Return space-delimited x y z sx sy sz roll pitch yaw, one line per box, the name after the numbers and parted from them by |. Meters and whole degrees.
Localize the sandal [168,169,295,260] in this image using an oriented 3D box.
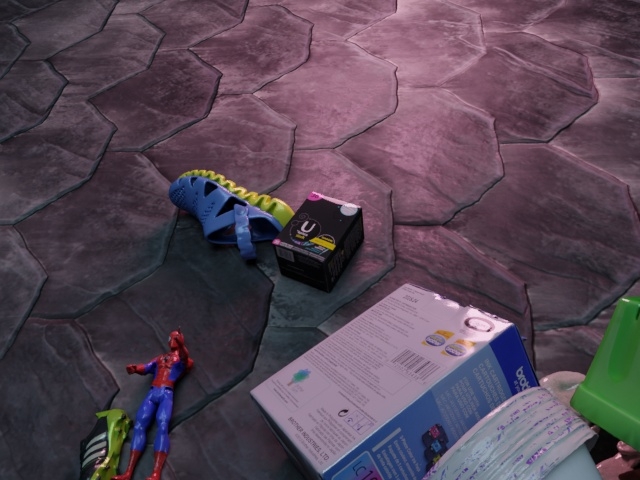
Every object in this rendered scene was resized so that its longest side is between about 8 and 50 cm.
-0.210 -0.053 1.266 0.318 0.126 0.138 20 59 26 | sandal

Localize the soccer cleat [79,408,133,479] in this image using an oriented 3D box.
-0.370 0.364 0.973 0.073 0.060 0.178 -9 41 15 | soccer cleat

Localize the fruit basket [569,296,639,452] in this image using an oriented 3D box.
0.544 0.264 0.736 0.392 0.391 0.283 -22 14 -10 | fruit basket

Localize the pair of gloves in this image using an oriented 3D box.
0.431 0.304 0.899 0.204 0.042 0.240 -8 48 3 | pair of gloves

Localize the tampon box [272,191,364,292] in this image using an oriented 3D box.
0.000 0.000 1.192 0.121 0.101 0.161 19 55 23 | tampon box

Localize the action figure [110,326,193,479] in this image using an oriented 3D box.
-0.285 0.258 0.999 0.092 0.139 0.280 0 47 8 | action figure

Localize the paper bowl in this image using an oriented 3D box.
0.241 0.335 0.740 0.284 0.284 0.148 -34 53 -19 | paper bowl

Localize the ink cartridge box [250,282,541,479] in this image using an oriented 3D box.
0.129 0.215 0.886 0.396 0.151 0.270 -34 22 -17 | ink cartridge box
